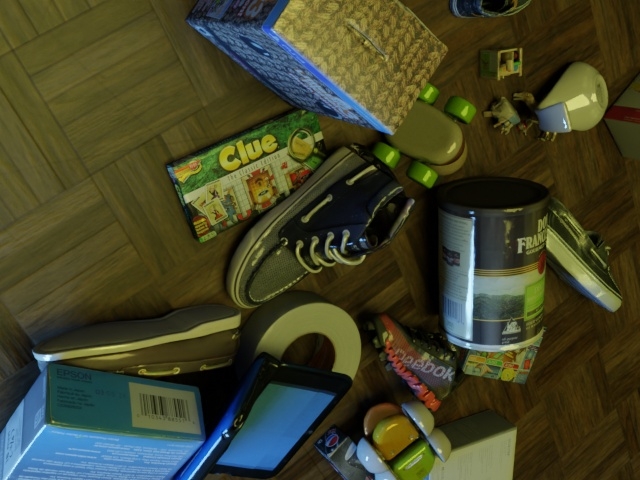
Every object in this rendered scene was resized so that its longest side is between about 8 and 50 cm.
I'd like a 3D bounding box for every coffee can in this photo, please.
[{"bbox_3d":[0.317,0.039,1.443,0.201,0.201,0.275,-15,113,-26],"label":"coffee can"}]

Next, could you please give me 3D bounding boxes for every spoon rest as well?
[{"bbox_3d":[0.480,-0.264,1.486,0.276,0.084,0.137,-31,109,-49],"label":"spoon rest"}]

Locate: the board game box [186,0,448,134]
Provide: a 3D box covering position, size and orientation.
[{"bbox_3d":[-0.013,-0.288,1.084,0.232,0.291,0.141,34,87,-34],"label":"board game box"}]

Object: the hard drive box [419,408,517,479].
[{"bbox_3d":[0.296,0.483,1.642,0.232,0.089,0.181,-9,111,-28],"label":"hard drive box"}]

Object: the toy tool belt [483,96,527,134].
[{"bbox_3d":[0.350,-0.229,1.473,0.051,0.052,0.083,-32,124,26],"label":"toy tool belt"}]

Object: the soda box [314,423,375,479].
[{"bbox_3d":[0.060,0.436,1.508,0.060,0.053,0.169,-43,123,-12],"label":"soda box"}]

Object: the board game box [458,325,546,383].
[{"bbox_3d":[0.380,0.225,1.640,0.201,0.035,0.136,16,97,-34],"label":"board game box"}]

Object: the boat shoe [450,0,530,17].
[{"bbox_3d":[0.324,-0.423,1.366,0.183,0.083,0.065,-18,114,-25],"label":"boat shoe"}]

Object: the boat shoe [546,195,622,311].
[{"bbox_3d":[0.553,0.032,1.628,0.335,0.121,0.119,39,89,-32],"label":"boat shoe"}]

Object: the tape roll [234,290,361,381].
[{"bbox_3d":[-0.038,0.201,1.361,0.219,0.072,0.219,-11,112,-28],"label":"tape roll"}]

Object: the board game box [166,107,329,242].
[{"bbox_3d":[-0.106,-0.111,1.246,0.259,0.030,0.136,-28,116,-20],"label":"board game box"}]

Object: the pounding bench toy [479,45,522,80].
[{"bbox_3d":[0.340,-0.322,1.408,0.065,0.083,0.052,-14,112,-26],"label":"pounding bench toy"}]

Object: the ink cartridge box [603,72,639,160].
[{"bbox_3d":[0.712,-0.268,1.622,0.176,0.127,0.128,-49,123,-9],"label":"ink cartridge box"}]

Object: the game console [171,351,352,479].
[{"bbox_3d":[-0.105,0.339,1.247,0.173,0.250,0.293,33,117,-4],"label":"game console"}]

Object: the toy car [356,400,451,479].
[{"bbox_3d":[0.148,0.386,1.494,0.159,0.136,0.182,-38,119,-7],"label":"toy car"}]

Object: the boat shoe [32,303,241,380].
[{"bbox_3d":[-0.271,0.173,1.191,0.324,0.116,0.097,-8,107,-35],"label":"boat shoe"}]

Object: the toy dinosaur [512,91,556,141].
[{"bbox_3d":[0.451,-0.242,1.520,0.183,0.053,0.093,9,100,-32],"label":"toy dinosaur"}]

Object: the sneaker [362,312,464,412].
[{"bbox_3d":[0.186,0.211,1.469,0.135,0.098,0.276,-36,124,5],"label":"sneaker"}]

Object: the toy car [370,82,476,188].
[{"bbox_3d":[0.202,-0.168,1.376,0.155,0.149,0.188,-59,153,3],"label":"toy car"}]

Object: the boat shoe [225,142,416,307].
[{"bbox_3d":[0.000,0.000,1.247,0.340,0.158,0.127,-49,135,-1],"label":"boat shoe"}]

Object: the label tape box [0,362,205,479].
[{"bbox_3d":[-0.361,0.336,1.171,0.240,0.106,0.334,18,127,-34],"label":"label tape box"}]
